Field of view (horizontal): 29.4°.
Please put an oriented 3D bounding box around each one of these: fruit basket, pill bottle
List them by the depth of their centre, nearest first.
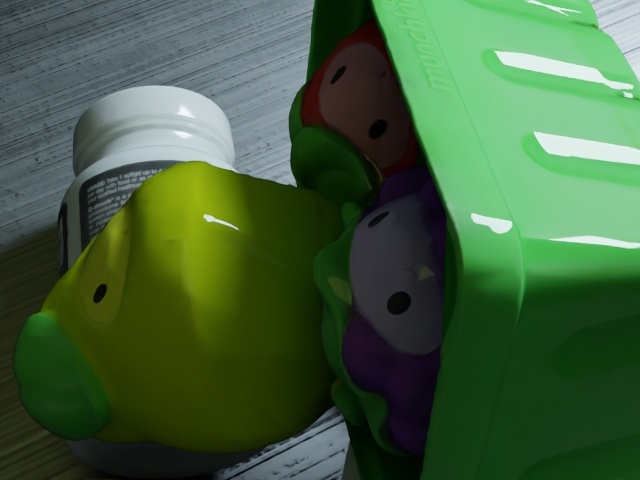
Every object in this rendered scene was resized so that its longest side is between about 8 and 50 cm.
[{"bbox_3d":[0.000,0.000,0.714,0.392,0.283,0.392,4,40,-3],"label":"fruit basket"},{"bbox_3d":[-0.121,0.028,0.943,0.162,0.162,0.278,-4,58,-7],"label":"pill bottle"}]

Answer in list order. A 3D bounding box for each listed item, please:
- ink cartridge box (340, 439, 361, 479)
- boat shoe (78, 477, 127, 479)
[{"bbox_3d":[0.170,0.173,0.806,0.273,0.197,0.114,1,54,23],"label":"ink cartridge box"},{"bbox_3d":[-0.066,0.255,0.839,0.277,0.098,0.096,23,57,9],"label":"boat shoe"}]
